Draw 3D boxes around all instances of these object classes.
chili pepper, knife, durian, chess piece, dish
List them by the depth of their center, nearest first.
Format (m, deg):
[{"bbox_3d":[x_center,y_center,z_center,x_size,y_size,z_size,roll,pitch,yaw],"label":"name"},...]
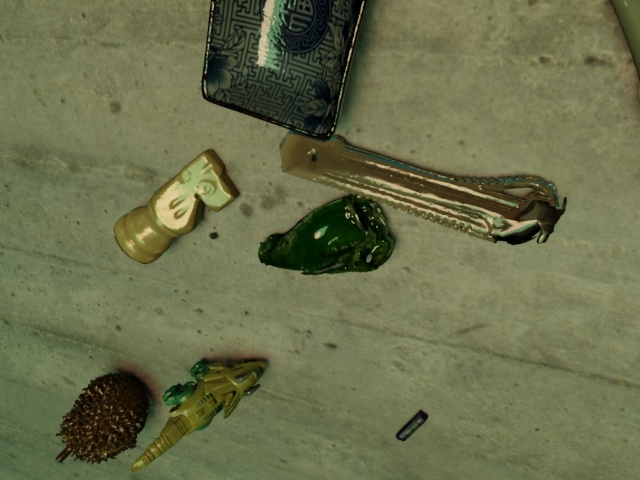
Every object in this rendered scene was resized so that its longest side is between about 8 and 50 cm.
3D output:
[{"bbox_3d":[-0.030,-0.261,0.539,0.182,0.080,0.243,21,118,11],"label":"dish"},{"bbox_3d":[0.113,-0.075,0.597,0.365,0.043,0.089,18,84,15],"label":"knife"},{"bbox_3d":[-0.001,-0.001,0.665,0.216,0.062,0.108,-8,77,28],"label":"chili pepper"},{"bbox_3d":[-0.220,-0.052,0.721,0.200,0.090,0.090,-34,99,19],"label":"chess piece"},{"bbox_3d":[-0.444,0.363,0.933,0.167,0.196,0.196,28,121,13],"label":"durian"}]

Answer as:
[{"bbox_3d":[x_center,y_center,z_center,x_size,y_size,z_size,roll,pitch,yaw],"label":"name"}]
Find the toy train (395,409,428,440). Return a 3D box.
[{"bbox_3d":[0.150,0.315,0.779,0.017,0.017,0.083,33,122,5],"label":"toy train"}]

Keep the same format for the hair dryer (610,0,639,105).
[{"bbox_3d":[0.386,-0.219,0.416,0.229,0.092,0.267,43,108,5],"label":"hair dryer"}]

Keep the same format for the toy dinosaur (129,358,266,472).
[{"bbox_3d":[-0.215,0.285,0.792,0.153,0.259,0.094,-14,108,55],"label":"toy dinosaur"}]
